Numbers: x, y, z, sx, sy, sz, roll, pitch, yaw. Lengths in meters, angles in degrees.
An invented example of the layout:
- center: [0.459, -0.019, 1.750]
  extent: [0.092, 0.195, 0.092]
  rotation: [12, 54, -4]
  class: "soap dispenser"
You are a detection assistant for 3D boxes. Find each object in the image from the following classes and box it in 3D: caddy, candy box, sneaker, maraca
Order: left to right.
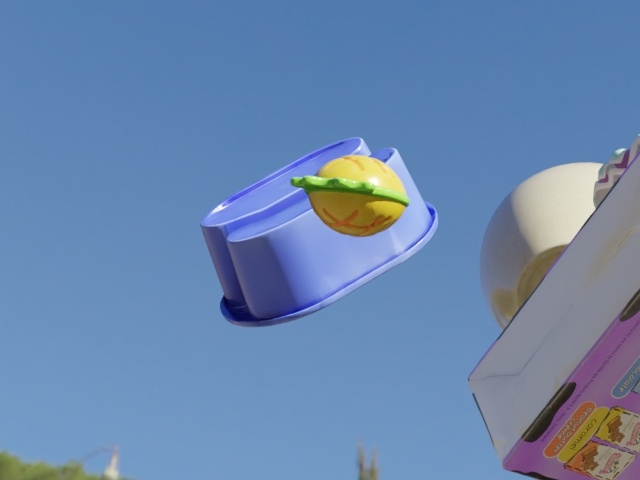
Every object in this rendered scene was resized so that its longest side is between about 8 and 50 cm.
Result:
- center: [0.000, 0.000, 1.890]
  extent: [0.341, 0.241, 0.179]
  rotation: [-30, -67, -15]
  class: "caddy"
- center: [0.037, -0.057, 1.624]
  extent: [0.127, 0.099, 0.186]
  rotation: [1, -7, 23]
  class: "maraca"
- center: [0.210, -0.036, 0.840]
  extent: [0.038, 0.069, 0.098]
  rotation: [22, -53, -19]
  class: "sneaker"
- center: [0.204, 0.062, 0.682]
  extent: [0.196, 0.070, 0.164]
  rotation: [21, -62, -24]
  class: "candy box"

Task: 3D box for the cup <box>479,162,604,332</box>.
- center: [0.389, 0.061, 2.003]
  extent: [0.331, 0.237, 0.331]
  rotation: [3, -79, 14]
  class: "cup"
